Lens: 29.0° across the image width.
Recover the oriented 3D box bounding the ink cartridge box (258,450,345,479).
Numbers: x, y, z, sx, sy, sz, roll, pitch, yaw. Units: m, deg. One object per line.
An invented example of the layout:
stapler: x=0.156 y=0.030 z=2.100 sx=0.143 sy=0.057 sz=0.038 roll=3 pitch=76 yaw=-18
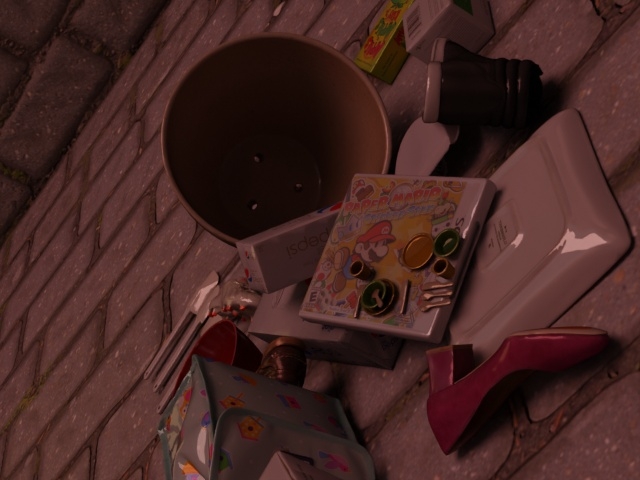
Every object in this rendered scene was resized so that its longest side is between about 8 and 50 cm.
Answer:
ink cartridge box: x=0.048 y=0.352 z=1.061 sx=0.223 sy=0.307 sz=0.129 roll=-59 pitch=21 yaw=5

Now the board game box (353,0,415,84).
board game box: x=0.128 y=-0.346 z=1.996 sx=0.181 sy=0.043 sz=0.092 roll=-59 pitch=24 yaw=5

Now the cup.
cup: x=-0.073 y=-0.116 z=1.873 sx=0.237 sy=0.331 sz=0.331 roll=112 pitch=180 yaw=-75

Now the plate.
plate: x=0.218 y=0.004 z=1.429 sx=0.278 sy=0.045 sz=0.277 roll=-49 pitch=27 yaw=28

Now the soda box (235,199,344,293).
soda box: x=0.000 y=0.000 z=1.681 sx=0.216 sy=0.074 sz=0.069 roll=-22 pitch=12 yaw=-22

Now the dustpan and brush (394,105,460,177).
dustpan and brush: x=0.150 y=-0.139 z=1.725 sx=0.147 sy=0.060 sz=0.211 roll=-57 pitch=28 yaw=36

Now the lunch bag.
lunch bag: x=-0.063 y=0.274 z=1.474 sx=0.160 sy=0.223 sz=0.262 roll=-63 pitch=23 yaw=16

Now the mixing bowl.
mixing bowl: x=-0.135 y=0.219 z=1.837 sx=0.181 sy=0.098 sz=0.181 roll=-46 pitch=28 yaw=33

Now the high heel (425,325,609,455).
high heel: x=0.203 y=0.156 z=1.284 sx=0.244 sy=0.082 sz=0.117 roll=-16 pitch=78 yaw=42

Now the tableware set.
tableware set: x=0.096 y=0.035 z=1.452 sx=0.154 sy=0.024 sz=0.104 roll=-10 pitch=57 yaw=41

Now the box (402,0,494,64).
box: x=0.184 y=-0.313 z=1.791 sx=0.102 sy=0.087 sz=0.101 roll=-45 pitch=28 yaw=31

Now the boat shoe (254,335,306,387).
boat shoe: x=-0.064 y=0.210 z=1.677 sx=0.207 sy=0.073 sz=0.073 roll=105 pitch=169 yaw=-54

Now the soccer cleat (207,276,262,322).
soccer cleat: x=-0.129 y=0.092 z=2.009 sx=0.196 sy=0.068 sz=0.076 roll=-11 pitch=51 yaw=64

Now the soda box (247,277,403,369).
soda box: x=0.009 y=0.105 z=1.678 sx=0.286 sy=0.091 sz=0.098 roll=-2 pitch=62 yaw=63

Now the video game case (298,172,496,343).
video game case: x=0.090 y=0.015 z=1.510 sx=0.227 sy=0.026 sz=0.206 roll=5 pitch=68 yaw=47

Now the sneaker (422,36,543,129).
sneaker: x=0.210 y=-0.198 z=1.600 sx=0.296 sy=0.147 sz=0.105 roll=-68 pitch=-16 yaw=-74

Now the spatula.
spatula: x=-0.237 y=0.179 z=2.195 sx=0.242 sy=0.019 sz=0.168 roll=-58 pitch=29 yaw=11
